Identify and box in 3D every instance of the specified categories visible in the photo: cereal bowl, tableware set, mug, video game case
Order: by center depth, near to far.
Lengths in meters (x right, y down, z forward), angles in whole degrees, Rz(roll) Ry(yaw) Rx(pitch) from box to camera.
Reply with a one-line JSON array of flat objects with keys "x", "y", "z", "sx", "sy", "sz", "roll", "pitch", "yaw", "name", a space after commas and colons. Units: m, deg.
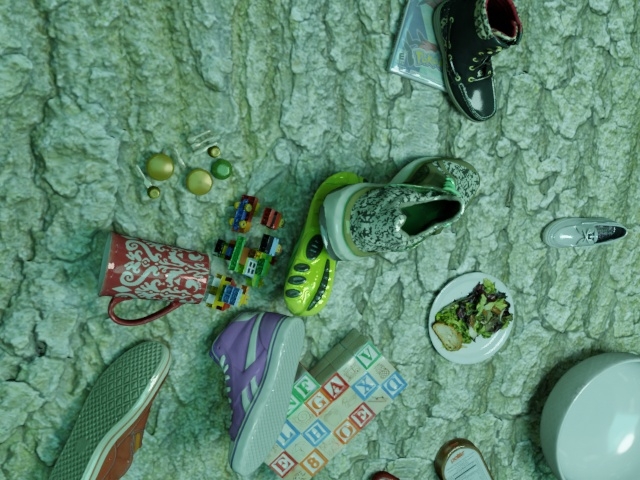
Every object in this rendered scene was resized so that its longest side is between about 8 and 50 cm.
[{"x": -0.291, "y": 0.066, "z": 1.109, "sx": 0.169, "sy": 0.113, "sz": 0.150, "roll": 10, "pitch": 126, "yaw": -22, "name": "mug"}, {"x": -0.237, "y": -0.122, "z": 1.125, "sx": 0.154, "sy": 0.024, "sz": 0.104, "roll": -30, "pitch": 110, "yaw": -11, "name": "tableware set"}, {"x": 0.241, "y": -0.381, "z": 1.219, "sx": 0.201, "sy": 0.023, "sz": 0.183, "roll": 14, "pitch": 95, "yaw": -18, "name": "video game case"}, {"x": 0.624, "y": 0.397, "z": 1.412, "sx": 0.339, "sy": 0.141, "sz": 0.338, "roll": -3, "pitch": 101, "yaw": -17, "name": "cereal bowl"}]

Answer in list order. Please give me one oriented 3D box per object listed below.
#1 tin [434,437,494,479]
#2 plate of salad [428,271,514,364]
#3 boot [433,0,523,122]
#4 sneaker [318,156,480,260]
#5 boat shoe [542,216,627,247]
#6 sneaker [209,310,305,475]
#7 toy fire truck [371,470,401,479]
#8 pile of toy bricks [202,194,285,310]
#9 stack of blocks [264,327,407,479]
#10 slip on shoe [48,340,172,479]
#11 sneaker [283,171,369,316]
[{"x": 0.320, "y": 0.520, "z": 1.400, "sx": 0.106, "sy": 0.040, "sz": 0.189, "roll": -31, "pitch": 107, "yaw": -14, "name": "tin"}, {"x": 0.319, "y": 0.165, "z": 1.328, "sx": 0.200, "sy": 0.048, "sz": 0.199, "roll": -3, "pitch": 100, "yaw": -16, "name": "plate of salad"}, {"x": 0.289, "y": -0.322, "z": 1.137, "sx": 0.085, "sy": 0.178, "sz": 0.236, "roll": -25, "pitch": 105, "yaw": -12, "name": "boot"}, {"x": 0.193, "y": -0.052, "z": 1.132, "sx": 0.410, "sy": 0.182, "sz": 0.158, "roll": -24, "pitch": 111, "yaw": -41, "name": "sneaker"}, {"x": 0.564, "y": -0.013, "z": 1.361, "sx": 0.184, "sy": 0.063, "sz": 0.066, "roll": 0, "pitch": 100, "yaw": -17, "name": "boat shoe"}, {"x": -0.138, "y": 0.262, "z": 1.145, "sx": 0.102, "sy": 0.161, "sz": 0.282, "roll": 53, "pitch": 50, "yaw": -56, "name": "sneaker"}, {"x": 0.152, "y": 0.665, "z": 1.327, "sx": 0.254, "sy": 0.169, "sz": 0.302, "roll": 30, "pitch": 90, "yaw": 5, "name": "toy fire truck"}, {"x": -0.120, "y": 0.034, "z": 1.157, "sx": 0.105, "sy": 0.118, "sz": 0.212, "roll": 27, "pitch": 79, "yaw": -56, "name": "pile of toy bricks"}, {"x": -0.002, "y": 0.310, "z": 1.237, "sx": 0.297, "sy": 0.087, "sz": 0.171, "roll": -42, "pitch": 108, "yaw": -6, "name": "stack of blocks"}, {"x": -0.358, "y": 0.328, "z": 1.134, "sx": 0.101, "sy": 0.123, "sz": 0.331, "roll": 34, "pitch": 83, "yaw": -51, "name": "slip on shoe"}, {"x": 0.000, "y": 0.000, "z": 1.175, "sx": 0.109, "sy": 0.123, "sz": 0.295, "roll": 30, "pitch": 72, "yaw": -10, "name": "sneaker"}]
